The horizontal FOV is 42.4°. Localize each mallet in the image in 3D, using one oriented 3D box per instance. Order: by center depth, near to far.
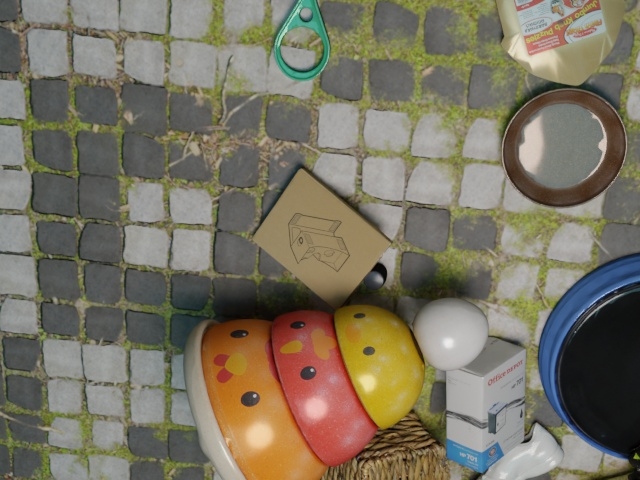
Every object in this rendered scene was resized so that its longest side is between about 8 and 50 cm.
[{"bbox_3d":[0.049,0.008,1.422,0.039,0.062,0.189,-37,102,16],"label":"mallet"}]

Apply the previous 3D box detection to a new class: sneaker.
[{"bbox_3d":[0.569,0.366,1.412,0.075,0.063,0.170,1,115,-1],"label":"sneaker"},{"bbox_3d":[0.341,0.417,1.540,0.212,0.080,0.094,-36,91,10],"label":"sneaker"}]

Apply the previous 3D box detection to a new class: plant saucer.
[{"bbox_3d":[0.393,-0.151,1.341,0.199,0.036,0.198,2,111,6],"label":"plant saucer"}]

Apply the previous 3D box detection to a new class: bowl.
[{"bbox_3d":[0.582,0.214,1.431,0.391,0.077,0.391,2,110,6],"label":"bowl"}]

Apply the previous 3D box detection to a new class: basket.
[{"bbox_3d":[0.105,0.457,1.563,0.213,0.223,0.299,-5,113,-27],"label":"basket"}]

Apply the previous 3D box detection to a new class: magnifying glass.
[{"bbox_3d":[-0.021,-0.369,1.314,0.092,0.026,0.231,9,110,3],"label":"magnifying glass"}]

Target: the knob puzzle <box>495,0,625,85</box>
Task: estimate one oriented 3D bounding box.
[{"bbox_3d":[0.374,-0.335,1.280,0.213,0.030,0.213,2,109,5],"label":"knob puzzle"}]

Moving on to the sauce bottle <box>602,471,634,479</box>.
[{"bbox_3d":[0.479,0.516,1.534,0.344,0.111,0.111,-18,107,13],"label":"sauce bottle"}]

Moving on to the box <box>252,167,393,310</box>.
[{"bbox_3d":[0.000,0.000,1.413,0.201,0.021,0.164,40,113,9],"label":"box"}]

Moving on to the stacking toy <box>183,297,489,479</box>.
[{"bbox_3d":[0.047,0.212,1.365,0.480,0.350,0.350,-26,105,8],"label":"stacking toy"}]

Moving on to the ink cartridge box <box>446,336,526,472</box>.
[{"bbox_3d":[0.291,0.286,1.448,0.082,0.140,0.190,17,119,42],"label":"ink cartridge box"}]
